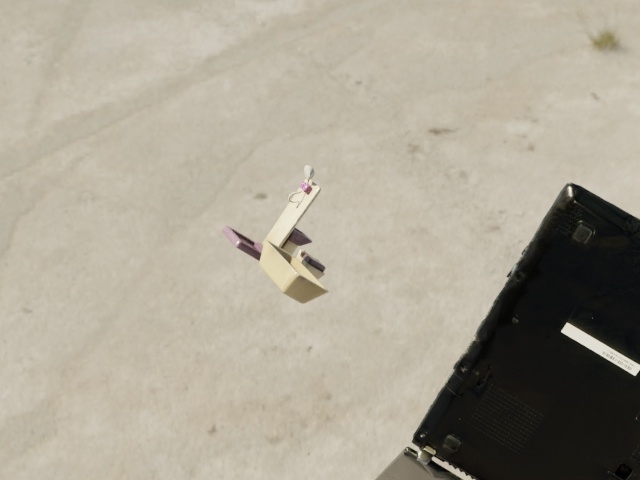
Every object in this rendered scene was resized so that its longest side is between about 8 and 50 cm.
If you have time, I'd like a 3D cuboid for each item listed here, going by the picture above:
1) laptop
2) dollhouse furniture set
[{"bbox_3d":[0.177,0.131,0.519,0.234,0.264,0.136,30,14,7],"label":"laptop"},{"bbox_3d":[0.000,0.000,0.658,0.091,0.081,0.114,32,6,-32],"label":"dollhouse furniture set"}]
